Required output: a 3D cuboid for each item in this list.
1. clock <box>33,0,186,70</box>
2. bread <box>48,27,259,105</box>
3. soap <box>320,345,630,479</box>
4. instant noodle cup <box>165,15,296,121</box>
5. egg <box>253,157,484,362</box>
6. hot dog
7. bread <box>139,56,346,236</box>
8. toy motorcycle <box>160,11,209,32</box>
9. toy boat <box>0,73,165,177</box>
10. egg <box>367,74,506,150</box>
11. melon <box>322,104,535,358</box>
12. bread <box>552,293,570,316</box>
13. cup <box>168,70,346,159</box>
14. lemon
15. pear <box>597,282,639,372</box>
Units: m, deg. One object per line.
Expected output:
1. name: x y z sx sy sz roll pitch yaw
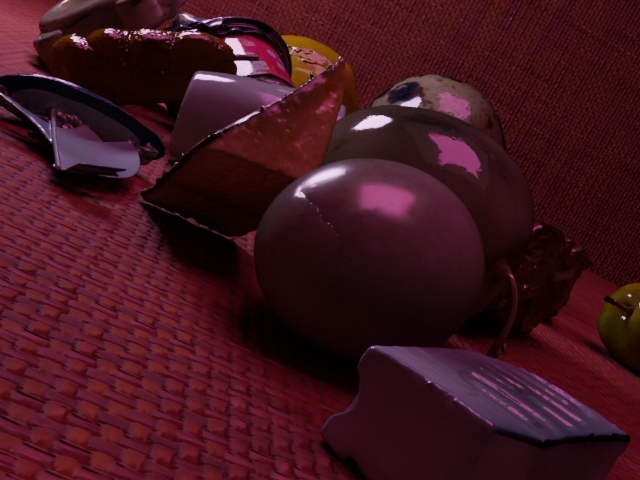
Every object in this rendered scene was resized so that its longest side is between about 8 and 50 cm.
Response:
1. clock: -0.400 -0.422 1.618 0.309 0.284 0.114 -100 167 -62
2. bread: -0.268 -0.290 1.409 0.344 0.124 0.084 -7 26 -21
3. soap: 0.127 0.147 0.638 0.145 0.091 0.230 34 13 32
4. instant noodle cup: -0.143 -0.256 1.574 0.302 0.258 0.181 22 25 -40
5. egg: 0.047 0.019 0.782 0.253 0.186 0.186 7 22 -46
6. hot dog: 0.192 -0.011 1.336 0.365 0.196 0.367 37 8 32
7. bread: -0.081 -0.119 0.925 0.135 0.178 0.240 23 -19 -19
8. toy motorcycle: -0.283 -0.367 1.722 0.307 0.173 0.108 1 34 37
9. toy boat: -0.296 -0.132 0.989 0.210 0.070 0.291 25 13 -4
10. egg: 0.247 -0.205 1.987 0.345 0.345 0.428 28 0 -1
11. melon: 0.107 -0.033 1.019 0.308 0.271 0.272 15 5 21
12. bread: 0.331 0.023 1.727 0.384 0.112 0.166 32 11 26
13. cup: -0.107 -0.145 1.336 0.234 0.186 0.258 19 -19 -6
14. lemon: -0.062 -0.316 1.918 0.297 0.297 0.297 27 10 -5
15. pear: 0.603 0.155 1.607 0.216 0.166 0.180 38 17 -38
